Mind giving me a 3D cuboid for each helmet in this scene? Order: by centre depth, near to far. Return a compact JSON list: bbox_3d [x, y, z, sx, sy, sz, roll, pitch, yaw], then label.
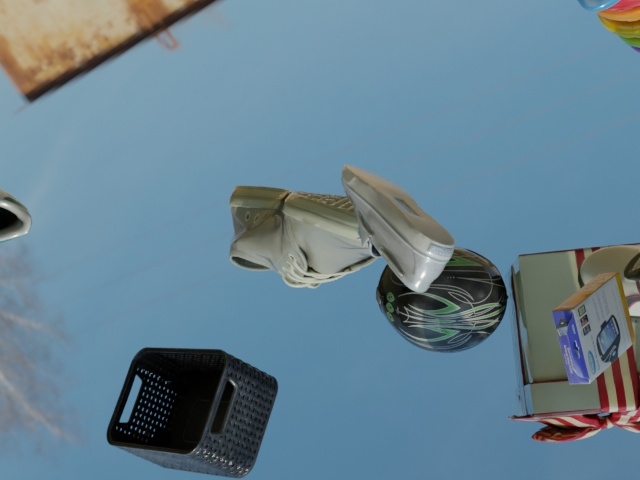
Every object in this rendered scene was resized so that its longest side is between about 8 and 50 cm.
[{"bbox_3d":[0.181,0.085,1.817,0.169,0.169,0.162,-43,-140,-21],"label":"helmet"}]

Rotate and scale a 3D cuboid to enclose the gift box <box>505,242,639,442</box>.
[{"bbox_3d":[0.378,0.147,1.756,0.255,0.258,0.276,-7,172,7],"label":"gift box"}]

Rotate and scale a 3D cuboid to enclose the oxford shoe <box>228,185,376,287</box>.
[{"bbox_3d":[0.000,0.000,1.609,0.449,0.169,0.130,6,-91,64],"label":"oxford shoe"}]

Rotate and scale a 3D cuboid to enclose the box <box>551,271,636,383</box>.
[{"bbox_3d":[0.281,0.092,1.299,0.028,0.081,0.136,-7,-168,41],"label":"box"}]

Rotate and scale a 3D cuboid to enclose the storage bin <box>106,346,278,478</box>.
[{"bbox_3d":[-0.147,0.194,1.425,0.180,0.084,0.122,-4,-119,48],"label":"storage bin"}]

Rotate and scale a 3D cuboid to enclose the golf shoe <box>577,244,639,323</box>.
[{"bbox_3d":[0.401,0.034,1.427,0.273,0.120,0.105,14,-123,49],"label":"golf shoe"}]

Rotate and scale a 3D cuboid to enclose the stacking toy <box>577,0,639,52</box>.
[{"bbox_3d":[0.419,-0.290,1.568,0.166,0.302,0.175,-33,-136,11],"label":"stacking toy"}]

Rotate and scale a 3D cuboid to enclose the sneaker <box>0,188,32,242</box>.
[{"bbox_3d":[-0.307,-0.025,1.005,0.161,0.057,0.075,5,-173,-41],"label":"sneaker"}]

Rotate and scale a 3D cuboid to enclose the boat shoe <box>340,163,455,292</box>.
[{"bbox_3d":[0.063,-0.013,1.170,0.184,0.066,0.063,45,-65,48],"label":"boat shoe"}]
